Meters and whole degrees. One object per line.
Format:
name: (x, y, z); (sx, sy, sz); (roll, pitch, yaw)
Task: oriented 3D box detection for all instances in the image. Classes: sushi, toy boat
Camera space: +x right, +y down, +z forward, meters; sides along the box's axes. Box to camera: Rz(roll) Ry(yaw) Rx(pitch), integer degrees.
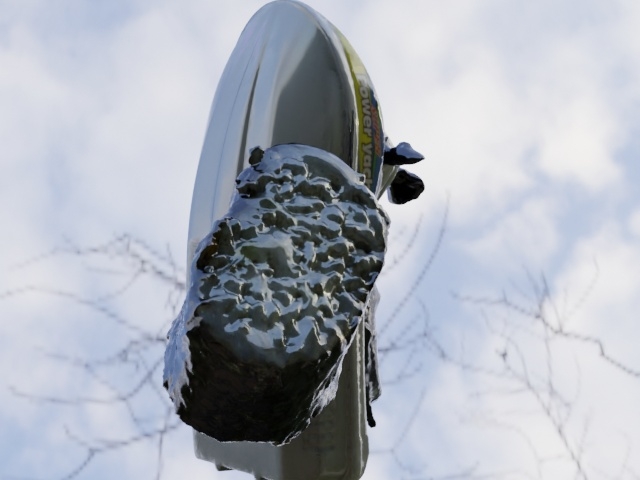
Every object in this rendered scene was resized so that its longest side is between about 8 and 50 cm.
sushi: (-0.021, 0.027, 0.742); (0.090, 0.150, 0.078); (23, -45, -5)
toy boat: (-0.005, 0.005, 0.892); (0.140, 0.141, 0.270); (11, -94, -9)
